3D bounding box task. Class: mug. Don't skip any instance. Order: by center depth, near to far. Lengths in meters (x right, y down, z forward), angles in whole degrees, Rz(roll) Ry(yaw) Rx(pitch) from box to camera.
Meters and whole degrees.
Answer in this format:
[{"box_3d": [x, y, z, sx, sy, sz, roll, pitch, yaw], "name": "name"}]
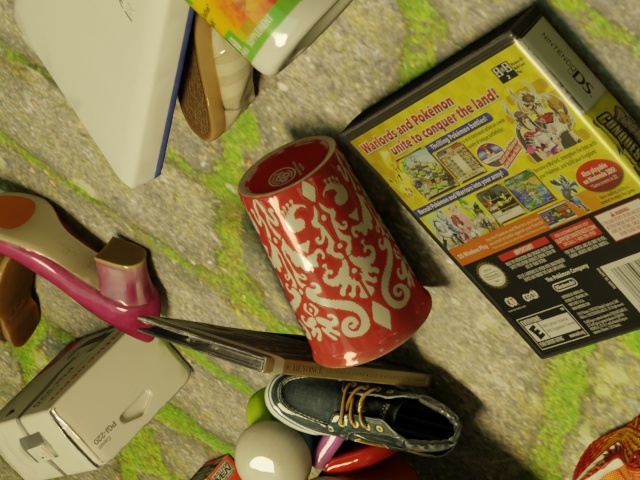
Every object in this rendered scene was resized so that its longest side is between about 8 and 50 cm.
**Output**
[{"box_3d": [-0.005, 0.006, 1.673, 0.150, 0.113, 0.169, 4, 130, 49], "name": "mug"}]

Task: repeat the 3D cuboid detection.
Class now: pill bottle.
[{"box_3d": [-0.078, -0.244, 1.387, 0.245, 0.136, 0.136, 43, 153, 0], "name": "pill bottle"}]

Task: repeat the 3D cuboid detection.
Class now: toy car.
[{"box_3d": [0.017, 0.194, 1.895, 0.182, 0.159, 0.136, 44, 118, 0], "name": "toy car"}]

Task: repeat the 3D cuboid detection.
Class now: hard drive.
[{"box_3d": [-0.179, -0.206, 1.618, 0.210, 0.040, 0.319, 55, 156, 18], "name": "hard drive"}]

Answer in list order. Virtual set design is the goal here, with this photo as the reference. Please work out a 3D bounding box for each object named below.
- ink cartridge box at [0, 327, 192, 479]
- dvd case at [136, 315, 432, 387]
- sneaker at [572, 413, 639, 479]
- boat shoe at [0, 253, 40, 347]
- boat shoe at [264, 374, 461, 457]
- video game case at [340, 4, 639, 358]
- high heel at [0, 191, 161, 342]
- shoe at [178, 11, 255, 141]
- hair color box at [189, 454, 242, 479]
[{"box_3d": [-0.259, 0.179, 2.192, 0.092, 0.158, 0.218, 51, 151, -13], "name": "ink cartridge box"}, {"box_3d": [-0.031, 0.100, 1.782, 0.164, 0.018, 0.221, 15, -176, 43], "name": "dvd case"}, {"box_3d": [0.270, 0.181, 1.620, 0.067, 0.064, 0.175, 30, 161, -7], "name": "sneaker"}, {"box_3d": [-0.365, 0.052, 2.249, 0.073, 0.073, 0.207, 34, 151, 13], "name": "boat shoe"}, {"box_3d": [0.040, 0.150, 1.800, 0.183, 0.065, 0.083, 13, 169, 1], "name": "boat shoe"}, {"box_3d": [0.162, -0.032, 1.478, 0.248, 0.035, 0.275, 47, 153, -8], "name": "video game case"}, {"box_3d": [-0.273, 0.028, 2.089, 0.244, 0.082, 0.117, 15, 133, 22], "name": "high heel"}, {"box_3d": [-0.088, -0.175, 1.596, 0.076, 0.058, 0.219, 49, 156, 36], "name": "shoe"}, {"box_3d": [-0.083, 0.312, 2.271, 0.141, 0.043, 0.072, 47, 152, -9], "name": "hair color box"}]
